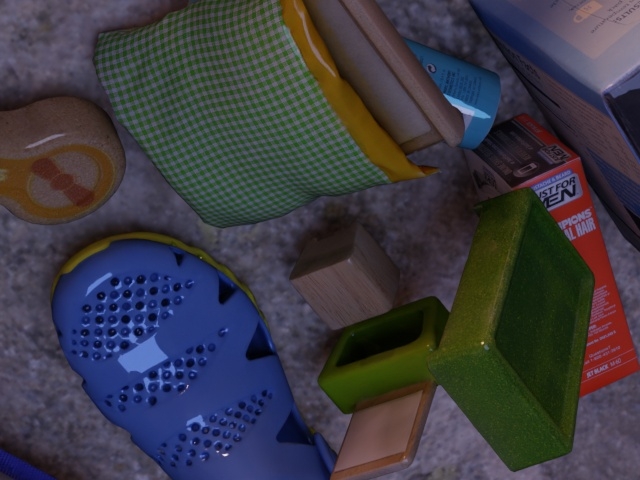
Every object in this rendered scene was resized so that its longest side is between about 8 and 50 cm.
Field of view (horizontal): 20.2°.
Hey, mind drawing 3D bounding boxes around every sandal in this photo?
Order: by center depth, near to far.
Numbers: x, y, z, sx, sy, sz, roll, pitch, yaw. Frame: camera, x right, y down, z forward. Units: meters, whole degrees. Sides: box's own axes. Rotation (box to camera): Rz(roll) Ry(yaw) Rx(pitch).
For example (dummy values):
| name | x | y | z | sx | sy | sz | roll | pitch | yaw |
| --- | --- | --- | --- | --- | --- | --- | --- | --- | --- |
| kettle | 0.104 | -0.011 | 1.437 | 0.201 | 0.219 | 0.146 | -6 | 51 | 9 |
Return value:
| name | x | y | z | sx | sy | sz | roll | pitch | yaw |
| --- | --- | --- | --- | --- | --- | --- | --- | --- | --- |
| sandal | -0.057 | 0.127 | 1.161 | 0.126 | 0.138 | 0.317 | -36 | 116 | 3 |

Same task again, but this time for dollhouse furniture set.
| name | x | y | z | sx | sy | sz | roll | pitch | yaw |
| --- | --- | --- | --- | --- | --- | --- | --- | --- | --- |
| dollhouse furniture set | 0.000 | 0.000 | 1.064 | 0.197 | 0.151 | 0.301 | -21 | 121 | 33 |

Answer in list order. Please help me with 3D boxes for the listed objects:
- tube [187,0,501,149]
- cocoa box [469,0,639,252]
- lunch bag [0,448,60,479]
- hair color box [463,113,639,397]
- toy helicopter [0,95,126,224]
| name | x | y | z | sx | sy | sz | roll | pitch | yaw |
| --- | --- | --- | --- | --- | --- | --- | --- | --- | --- |
| tube | 0.011 | -0.111 | 1.130 | 0.207 | 0.052 | 0.080 | 17 | 102 | -17 |
| cocoa box | 0.313 | -0.141 | 1.101 | 0.347 | 0.231 | 0.228 | -37 | 116 | 1 |
| lunch bag | -0.357 | 0.239 | 1.072 | 0.385 | 0.239 | 0.328 | 33 | 101 | -10 |
| hair color box | 0.153 | 0.010 | 1.197 | 0.053 | 0.093 | 0.167 | -25 | 118 | -7 |
| toy helicopter | -0.267 | -0.069 | 1.011 | 0.355 | 0.140 | 0.235 | 3 | 129 | -34 |
